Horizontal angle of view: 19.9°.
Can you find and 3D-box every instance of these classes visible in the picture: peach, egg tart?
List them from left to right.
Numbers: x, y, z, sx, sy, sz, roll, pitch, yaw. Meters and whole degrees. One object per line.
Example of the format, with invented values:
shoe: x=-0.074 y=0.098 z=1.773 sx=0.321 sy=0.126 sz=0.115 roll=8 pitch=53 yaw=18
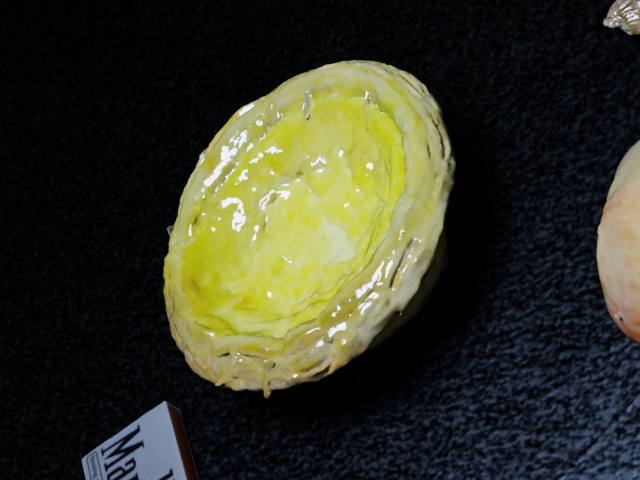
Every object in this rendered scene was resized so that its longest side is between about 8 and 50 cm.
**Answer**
egg tart: x=0.000 y=0.000 z=1.729 sx=0.345 sy=0.132 sz=0.345 roll=-18 pitch=54 yaw=27
peach: x=0.336 y=-0.003 z=1.432 sx=0.232 sy=0.232 sz=0.232 roll=-18 pitch=54 yaw=28

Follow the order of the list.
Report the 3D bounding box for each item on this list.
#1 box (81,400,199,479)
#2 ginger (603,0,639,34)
box: x=-0.167 y=0.257 z=1.767 sx=0.115 sy=0.036 sz=0.177 roll=-33 pitch=48 yaw=16
ginger: x=0.375 y=-0.186 z=1.603 sx=0.294 sy=0.086 sz=0.131 roll=16 pitch=84 yaw=50
